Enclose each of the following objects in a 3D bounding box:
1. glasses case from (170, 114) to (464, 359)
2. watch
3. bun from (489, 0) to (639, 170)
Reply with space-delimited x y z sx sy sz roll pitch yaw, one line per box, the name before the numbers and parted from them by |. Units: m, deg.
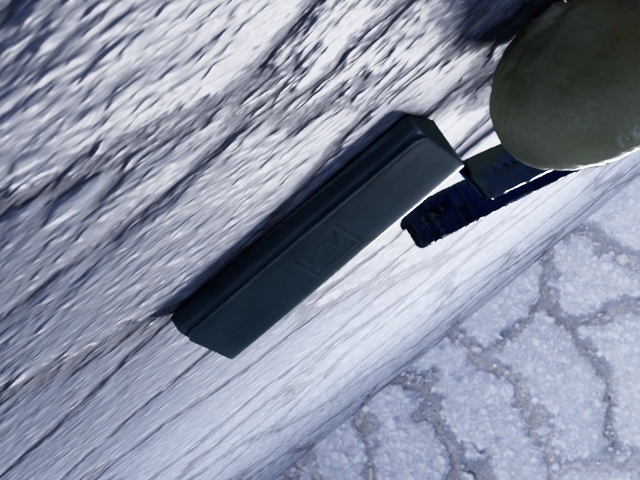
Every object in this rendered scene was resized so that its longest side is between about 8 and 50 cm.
glasses case | 0.000 0.000 1.563 0.266 0.056 0.105 -40 172 13
watch | 0.228 -0.092 1.844 0.274 0.068 0.276 -24 176 -13
bun | 0.225 -0.155 1.482 0.222 0.127 0.222 -23 -153 12
